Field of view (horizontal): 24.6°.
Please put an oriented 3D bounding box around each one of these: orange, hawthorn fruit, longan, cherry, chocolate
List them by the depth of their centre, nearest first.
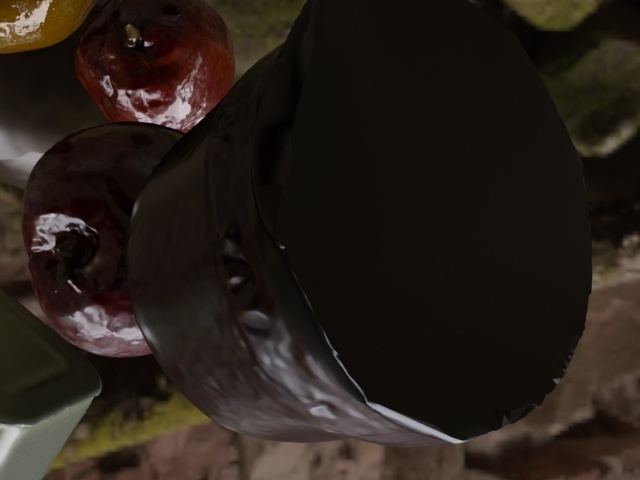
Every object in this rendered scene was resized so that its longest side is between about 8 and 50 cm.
[{"bbox_3d":[-0.219,-0.204,1.033,0.159,0.159,0.136,8,154,24],"label":"orange"},{"bbox_3d":[0.000,0.000,1.232,0.331,0.383,0.384,-12,-177,44],"label":"chocolate"},{"bbox_3d":[-0.176,-0.005,1.465,0.203,0.230,0.300,-23,176,29],"label":"cherry"},{"bbox_3d":[-0.197,-0.209,1.689,0.190,0.189,0.251,5,170,15],"label":"hawthorn fruit"},{"bbox_3d":[-0.354,-0.247,1.988,0.405,0.404,0.336,4,179,13],"label":"longan"}]

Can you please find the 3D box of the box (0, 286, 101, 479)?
[{"bbox_3d":[-0.381,0.139,1.013,0.352,0.343,0.177,39,-163,10],"label":"box"}]
